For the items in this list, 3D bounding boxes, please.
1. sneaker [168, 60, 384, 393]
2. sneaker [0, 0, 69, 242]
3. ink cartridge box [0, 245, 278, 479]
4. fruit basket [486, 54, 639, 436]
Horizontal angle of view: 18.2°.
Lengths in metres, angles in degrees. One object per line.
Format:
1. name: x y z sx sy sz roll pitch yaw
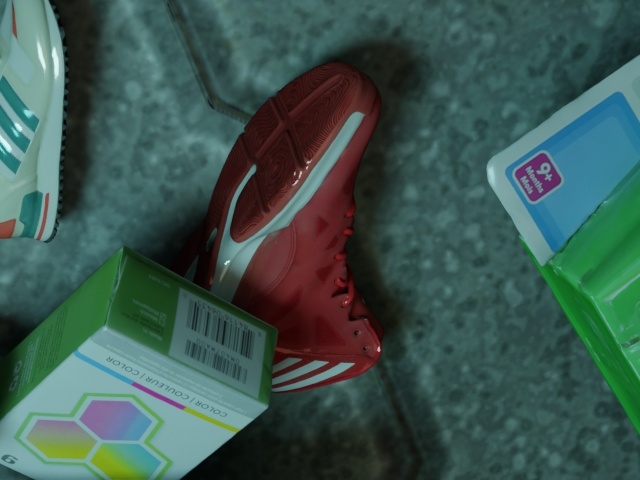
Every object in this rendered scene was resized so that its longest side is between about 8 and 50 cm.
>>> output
1. sneaker: 0.000 0.000 1.182 0.128 0.087 0.221 21 122 -28
2. sneaker: -0.182 -0.071 1.114 0.075 0.057 0.161 -2 119 -16
3. ink cartridge box: -0.128 0.099 1.157 0.109 0.062 0.209 29 133 -23
4. fruit basket: 0.314 -0.014 1.166 0.353 0.165 0.327 -32 117 2
